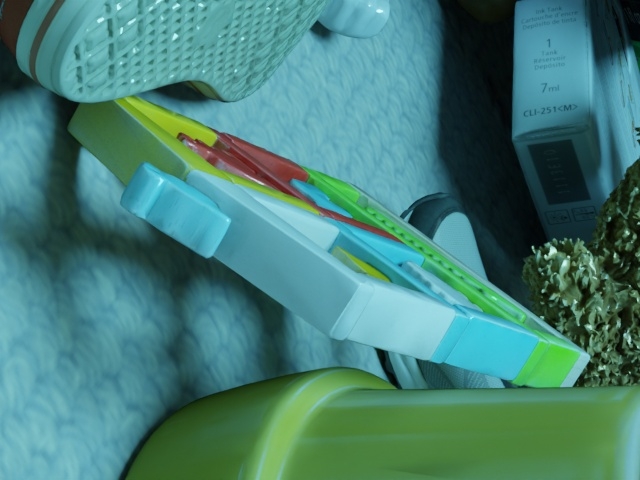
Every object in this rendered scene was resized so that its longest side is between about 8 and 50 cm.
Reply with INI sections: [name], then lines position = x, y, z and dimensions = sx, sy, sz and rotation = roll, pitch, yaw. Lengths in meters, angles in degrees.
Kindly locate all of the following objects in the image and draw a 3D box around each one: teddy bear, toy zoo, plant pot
[teddy bear]
position = 0.218, 0.041, 1.111
dimensions = 0.245, 0.113, 0.338
rotation = -25, 131, -43
[toy zoo]
position = 0.000, 0.000, 0.826
dimensions = 0.192, 0.030, 0.293
rotation = 37, 10, 34
[plant pot]
position = 0.068, 0.173, 0.767
dimensions = 0.254, 0.239, 0.254
rotation = 34, 49, -49

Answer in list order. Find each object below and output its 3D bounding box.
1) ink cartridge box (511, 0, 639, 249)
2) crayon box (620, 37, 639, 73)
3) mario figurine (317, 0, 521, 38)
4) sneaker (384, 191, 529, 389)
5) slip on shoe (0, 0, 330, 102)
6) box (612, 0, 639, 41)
[ink cartridge box]
position = 0.203, -0.093, 1.257
dimensions = 0.275, 0.060, 0.239
rotation = 61, 27, -50
[crayon box]
position = 0.358, -0.053, 1.544
dimensions = 0.278, 0.081, 0.165
rotation = 59, 32, -25
[mario figurine]
position = 0.083, -0.230, 1.078
dimensions = 0.320, 0.170, 0.198
rotation = 11, 67, -60
[sneaker]
position = 0.110, 0.100, 1.012
dimensions = 0.100, 0.108, 0.272
rotation = 2, 72, -58
[slip on shoe]
position = -0.071, -0.136, 0.827
dimensions = 0.101, 0.123, 0.331
rotation = 42, 20, 12
[box]
position = 0.298, -0.406, 1.216
dimensions = 0.480, 0.297, 0.472
rotation = -96, 162, -80
